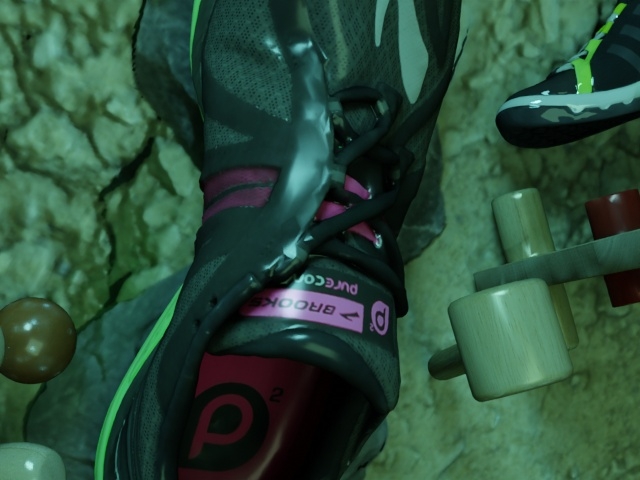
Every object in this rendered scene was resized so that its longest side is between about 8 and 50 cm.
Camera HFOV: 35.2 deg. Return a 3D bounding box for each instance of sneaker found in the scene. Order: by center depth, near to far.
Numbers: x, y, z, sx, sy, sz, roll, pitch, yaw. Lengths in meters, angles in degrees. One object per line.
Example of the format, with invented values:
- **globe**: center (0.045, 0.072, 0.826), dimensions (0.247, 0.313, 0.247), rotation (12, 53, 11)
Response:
- **sneaker**: center (0.000, 0.000, 0.599), dimensions (0.185, 0.202, 0.483), rotation (9, 100, -25)
- **sneaker**: center (0.221, -0.138, 0.744), dimensions (0.234, 0.084, 0.097), rotation (-19, 86, -19)

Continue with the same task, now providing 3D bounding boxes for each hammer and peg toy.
- **hammer and peg toy**: center (0.216, 0.000, 0.678), dimensions (0.361, 0.266, 0.127), rotation (-14, 86, -19)

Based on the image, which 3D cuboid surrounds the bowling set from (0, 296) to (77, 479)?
- **bowling set**: center (-0.238, 0.117, 0.581), dimensions (0.154, 0.200, 0.287), rotation (-7, 111, 20)
